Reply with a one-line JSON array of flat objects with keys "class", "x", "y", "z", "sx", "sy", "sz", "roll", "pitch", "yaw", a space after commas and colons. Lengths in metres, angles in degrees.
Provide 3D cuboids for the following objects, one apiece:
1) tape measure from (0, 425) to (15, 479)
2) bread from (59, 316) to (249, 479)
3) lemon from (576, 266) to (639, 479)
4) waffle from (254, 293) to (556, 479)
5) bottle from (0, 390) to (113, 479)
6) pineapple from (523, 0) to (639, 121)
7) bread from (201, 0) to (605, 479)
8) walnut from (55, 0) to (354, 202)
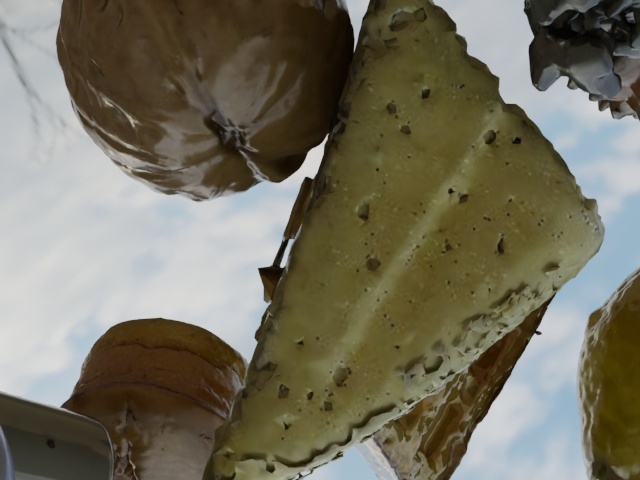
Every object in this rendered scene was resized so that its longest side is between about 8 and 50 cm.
[{"class": "tape measure", "x": -0.271, "y": 0.136, "z": 0.848, "sx": 0.196, "sy": 0.105, "sz": 0.178, "roll": 33, "pitch": -139, "yaw": 25}, {"class": "bread", "x": -0.146, "y": 0.194, "z": 1.339, "sx": 0.196, "sy": 0.269, "sz": 0.142, "roll": 8, "pitch": -134, "yaw": 4}, {"class": "lemon", "x": 0.420, "y": 0.156, "z": 1.458, "sx": 0.387, "sy": 0.349, "sz": 0.350, "roll": -35, "pitch": -157, "yaw": -18}, {"class": "waffle", "x": 0.094, "y": 0.053, "z": 1.319, "sx": 0.078, "sy": 0.348, "sz": 0.304, "roll": 22, "pitch": -109, "yaw": 36}, {"class": "bottle", "x": -0.271, "y": 0.151, "z": 1.038, "sx": 0.110, "sy": 0.233, "sz": 0.110, "roll": -33, "pitch": -133, "yaw": 44}, {"class": "pineapple", "x": 0.177, "y": -0.164, "z": 0.770, "sx": 0.223, "sy": 0.222, "sz": 0.357, "roll": -15, "pitch": 175, "yaw": 30}, {"class": "bread", "x": 0.000, "y": 0.000, "z": 0.976, "sx": 0.315, "sy": 0.279, "sz": 0.248, "roll": -28, "pitch": -178, "yaw": -4}, {"class": "walnut", "x": -0.076, "y": -0.131, "z": 0.966, "sx": 0.213, "sy": 0.213, "sz": 0.213, "roll": -24, "pitch": -157, "yaw": 11}]
